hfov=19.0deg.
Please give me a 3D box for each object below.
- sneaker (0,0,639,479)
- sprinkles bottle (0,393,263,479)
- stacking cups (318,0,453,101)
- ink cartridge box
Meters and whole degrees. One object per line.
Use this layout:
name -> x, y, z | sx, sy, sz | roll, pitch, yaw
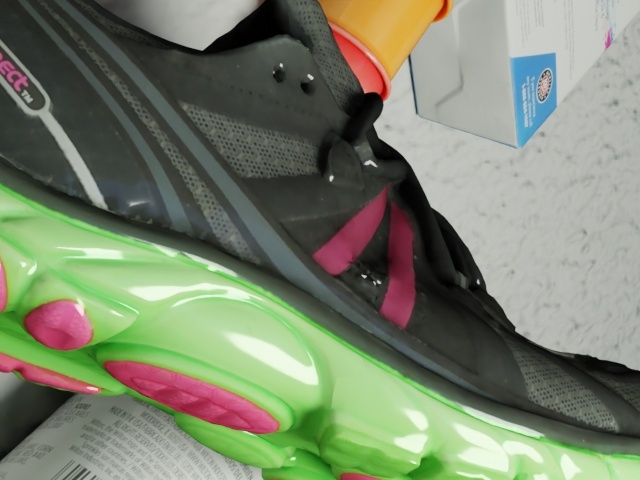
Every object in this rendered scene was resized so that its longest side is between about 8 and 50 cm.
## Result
sneaker -> 0.000, 0.000, 0.834 | 0.482, 0.185, 0.202 | 29, 67, -35
sprinkles bottle -> -0.091, 0.124, 0.932 | 0.355, 0.121, 0.121 | -43, 140, -38
stacking cups -> 0.052, -0.168, 1.045 | 0.316, 0.096, 0.096 | -56, 147, -16
ink cartridge box -> 0.145, -0.182, 1.186 | 0.231, 0.078, 0.134 | -47, 143, -35
